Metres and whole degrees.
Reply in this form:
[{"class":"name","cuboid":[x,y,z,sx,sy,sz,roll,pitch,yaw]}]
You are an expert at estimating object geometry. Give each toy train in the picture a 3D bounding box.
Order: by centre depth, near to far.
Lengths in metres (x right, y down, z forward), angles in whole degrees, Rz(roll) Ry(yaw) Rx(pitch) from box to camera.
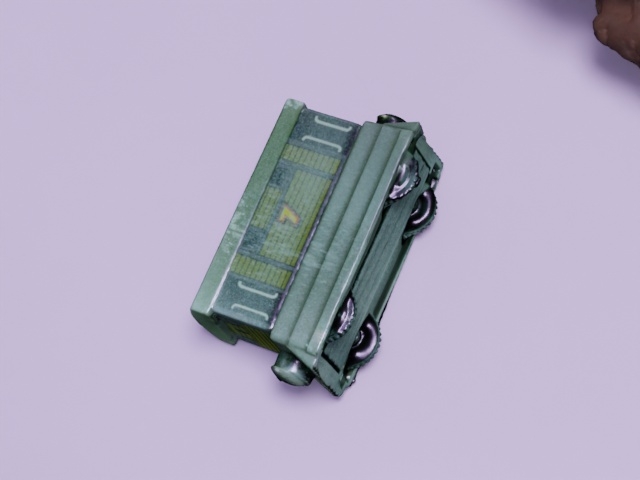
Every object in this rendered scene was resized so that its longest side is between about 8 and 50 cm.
[{"class":"toy train","cuboid":[0.000,0.000,0.531,0.056,0.038,0.093,18,75,22]}]

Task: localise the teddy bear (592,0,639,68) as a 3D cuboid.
[{"class":"teddy bear","cuboid":[0.188,-0.193,0.508,0.296,0.222,0.246,-42,105,-23]}]
